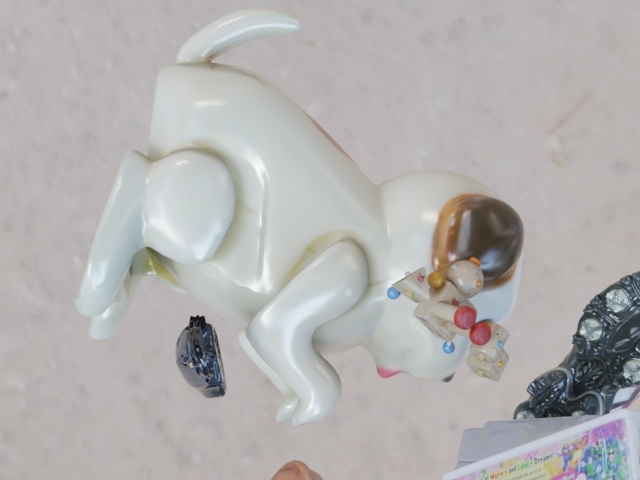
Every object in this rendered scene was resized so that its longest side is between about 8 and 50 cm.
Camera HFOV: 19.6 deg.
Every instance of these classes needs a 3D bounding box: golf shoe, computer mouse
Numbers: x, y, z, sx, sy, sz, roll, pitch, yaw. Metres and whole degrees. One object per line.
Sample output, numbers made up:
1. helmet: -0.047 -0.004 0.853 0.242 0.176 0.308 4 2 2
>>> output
1. golf shoe: 0.305 0.113 1.894 0.273 0.105 0.120 -49 165 30
2. computer mouse: -0.111 0.104 1.632 0.041 0.242 0.071 -11 83 -2

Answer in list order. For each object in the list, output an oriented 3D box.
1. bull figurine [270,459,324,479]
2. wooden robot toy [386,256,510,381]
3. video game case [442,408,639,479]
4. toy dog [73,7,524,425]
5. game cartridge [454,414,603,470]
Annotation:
1. bull figurine: -0.013 0.393 1.969 0.101 0.310 0.188 7 145 -27
2. wooden robot toy: 0.135 0.056 1.687 0.173 0.076 0.079 44 68 -36
3. video game case: 0.129 0.183 1.049 0.019 0.143 0.157 13 153 -34
4. toy dog: 0.000 0.000 1.858 0.408 0.284 0.395 18 71 -2
5. game cartridge: 0.188 0.272 1.661 0.068 0.355 0.230 21 79 -12
